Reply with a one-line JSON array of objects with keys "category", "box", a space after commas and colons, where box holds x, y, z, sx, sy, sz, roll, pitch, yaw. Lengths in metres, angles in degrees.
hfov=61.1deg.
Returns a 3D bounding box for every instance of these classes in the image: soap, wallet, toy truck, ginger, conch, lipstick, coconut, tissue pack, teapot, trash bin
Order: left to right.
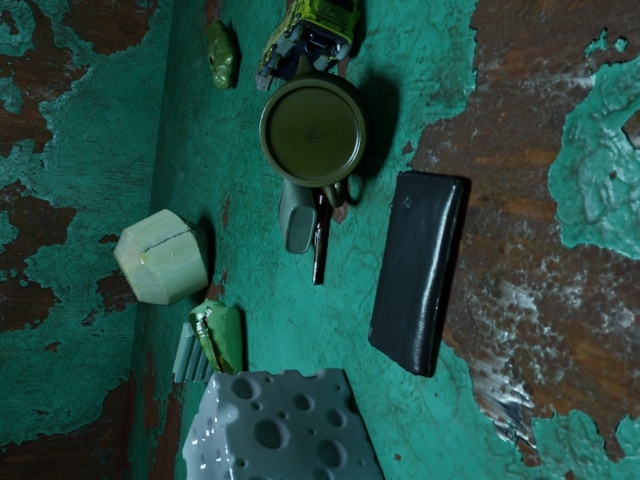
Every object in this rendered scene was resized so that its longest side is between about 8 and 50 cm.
[{"category": "coconut", "box": [-0.503, 0.057, 1.792, 0.323, 0.323, 0.322, -20, 67, 61]}, {"category": "soap", "box": [-0.377, 0.342, 1.655, 0.063, 0.115, 0.198, 58, 135, 50]}, {"category": "conch", "box": [-0.268, 0.264, 1.424, 0.143, 0.137, 0.250, -58, 37, 41]}, {"category": "ginger", "box": [-0.320, -0.599, 1.759, 0.137, 0.089, 0.290, -49, 45, 23]}, {"category": "tissue pack", "box": [-0.145, -0.444, 1.426, 0.083, 0.035, 0.063, -59, 36, 40]}, {"category": "trash bin", "box": [-0.050, -0.054, 1.105, 0.130, 0.059, 0.116, -106, 24, -55]}, {"category": "toy truck", "box": [-0.027, -0.416, 1.095, 0.272, 0.124, 0.157, -14, 63, 66]}, {"category": "lipstick", "box": [0.000, 0.000, 1.065, 0.027, 0.027, 0.176, 7, 93, 64]}, {"category": "teapot", "box": [0.003, -0.189, 0.953, 0.175, 0.186, 0.267, -65, -37, -65]}, {"category": "wallet", "box": [0.133, 0.042, 0.785, 0.146, 0.030, 0.285, 21, 103, 59]}]

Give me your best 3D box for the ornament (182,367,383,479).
[{"category": "ornament", "box": [-0.075, 0.380, 0.899, 0.239, 0.240, 0.239, -64, 34, 36]}]
